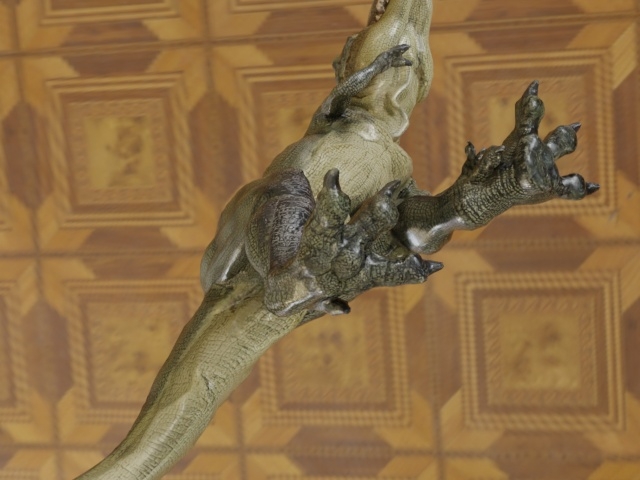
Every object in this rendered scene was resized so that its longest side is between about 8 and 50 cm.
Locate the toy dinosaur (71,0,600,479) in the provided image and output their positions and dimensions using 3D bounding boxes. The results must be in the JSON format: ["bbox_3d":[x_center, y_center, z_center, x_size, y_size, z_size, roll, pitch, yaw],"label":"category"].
[{"bbox_3d":[0.000,0.000,0.424,0.118,0.268,0.064,-19,113,45],"label":"toy dinosaur"}]
